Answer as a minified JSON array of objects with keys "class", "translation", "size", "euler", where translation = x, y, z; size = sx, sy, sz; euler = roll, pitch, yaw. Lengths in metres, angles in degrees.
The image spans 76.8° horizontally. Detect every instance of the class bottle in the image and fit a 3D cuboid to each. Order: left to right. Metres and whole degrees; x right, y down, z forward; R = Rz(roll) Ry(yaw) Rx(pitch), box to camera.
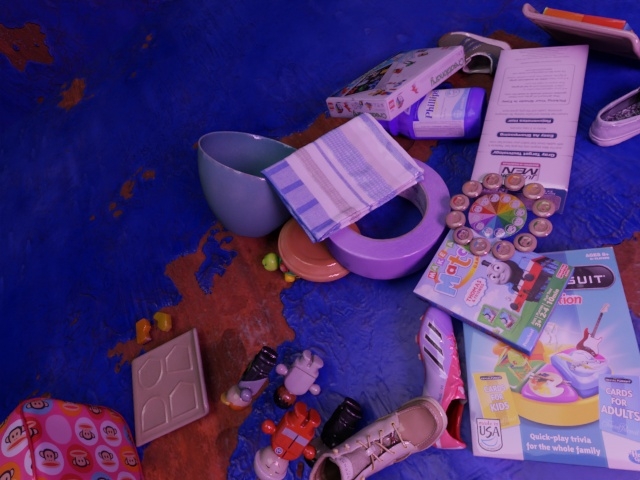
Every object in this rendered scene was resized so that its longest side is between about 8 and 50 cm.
[{"class":"bottle","translation":[0.250,-0.305,0.981],"size":[0.282,0.092,0.118],"euler":[8,66,28]}]

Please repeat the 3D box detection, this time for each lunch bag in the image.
[{"class":"lunch bag","translation":[-0.504,0.468,0.831],"size":[0.120,0.293,0.258],"euler":[-42,55,-5]}]

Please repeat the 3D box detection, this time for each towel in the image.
[{"class":"towel","translation":[0.048,-0.141,0.837],"size":[0.284,0.034,0.209],"euler":[-32,71,-15]}]

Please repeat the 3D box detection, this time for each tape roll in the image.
[{"class":"tape roll","translation":[0.135,-0.058,0.874],"size":[0.274,0.090,0.275],"euler":[-4,59,7]}]

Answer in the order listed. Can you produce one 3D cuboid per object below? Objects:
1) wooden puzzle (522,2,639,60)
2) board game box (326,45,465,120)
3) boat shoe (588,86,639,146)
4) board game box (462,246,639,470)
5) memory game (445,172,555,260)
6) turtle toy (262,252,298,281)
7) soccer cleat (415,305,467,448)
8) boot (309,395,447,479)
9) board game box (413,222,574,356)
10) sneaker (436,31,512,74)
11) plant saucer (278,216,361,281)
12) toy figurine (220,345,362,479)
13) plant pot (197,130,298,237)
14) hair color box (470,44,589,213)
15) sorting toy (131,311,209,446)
[{"class":"wooden puzzle","translation":[0.562,-0.430,0.838],"size":[0.238,0.220,0.044],"euler":[43,124,32]},{"class":"board game box","translation":[0.185,-0.389,0.988],"size":[0.305,0.053,0.192],"euler":[-40,38,-25]},{"class":"boat shoe","translation":[0.646,-0.268,0.785],"size":[0.227,0.081,0.079],"euler":[-28,57,10]},{"class":"board game box","translation":[0.379,0.189,0.685],"size":[0.253,0.079,0.337],"euler":[-7,63,22]},{"class":"memory game","translation":[0.323,-0.050,0.735],"size":[0.186,0.012,0.186],"euler":[-12,57,19]},{"class":"turtle toy","translation":[-0.076,0.047,0.974],"size":[0.130,0.066,0.095],"euler":[-14,60,18]},{"class":"soccer cleat","translation":[0.223,0.237,0.722],"size":[0.095,0.082,0.248],"euler":[-13,61,52]},{"class":"boot","translation":[0.091,0.334,0.650],"size":[0.213,0.165,0.077],"euler":[-48,59,34]},{"class":"board game box","translation":[0.295,0.076,0.707],"size":[0.211,0.039,0.160],"euler":[26,77,36]},{"class":"sneaker","translation":[0.371,-0.469,1.021],"size":[0.192,0.064,0.086],"euler":[26,74,29]},{"class":"plant saucer","translation":[0.000,0.000,0.934],"size":[0.199,0.037,0.200],"euler":[1,57,-1]},{"class":"toy figurine","translation":[-0.056,0.316,0.750],"size":[0.209,0.213,0.148],"euler":[42,103,37]},{"class":"plant pot","translation":[-0.168,-0.124,1.004],"size":[0.290,0.290,0.196],"euler":[39,124,34]},{"class":"hair color box","translation":[0.441,-0.238,0.852],"size":[0.173,0.105,0.348],"euler":[10,70,28]},{"class":"sorting toy","translation":[-0.380,0.314,1.004],"size":[0.228,0.041,0.308],"euler":[-30,57,14]}]
